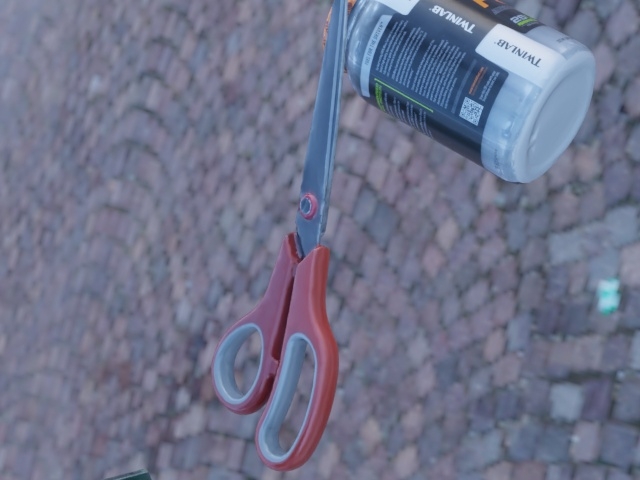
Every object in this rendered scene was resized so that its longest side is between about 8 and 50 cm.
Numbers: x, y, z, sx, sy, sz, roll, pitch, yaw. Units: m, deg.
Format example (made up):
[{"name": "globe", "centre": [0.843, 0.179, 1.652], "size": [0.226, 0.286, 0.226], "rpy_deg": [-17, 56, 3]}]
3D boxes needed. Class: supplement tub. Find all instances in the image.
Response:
[{"name": "supplement tub", "centre": [0.102, -0.133, 1.298], "size": [0.190, 0.117, 0.117], "rpy_deg": [32, 106, 24]}]

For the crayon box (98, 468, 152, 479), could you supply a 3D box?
[{"name": "crayon box", "centre": [-0.221, 0.294, 1.073], "size": [0.323, 0.083, 0.203], "rpy_deg": [-24, 81, 21]}]

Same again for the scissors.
[{"name": "scissors", "centre": [0.000, 0.000, 1.059], "size": [0.109, 0.021, 0.297], "rpy_deg": [38, 116, 44]}]
